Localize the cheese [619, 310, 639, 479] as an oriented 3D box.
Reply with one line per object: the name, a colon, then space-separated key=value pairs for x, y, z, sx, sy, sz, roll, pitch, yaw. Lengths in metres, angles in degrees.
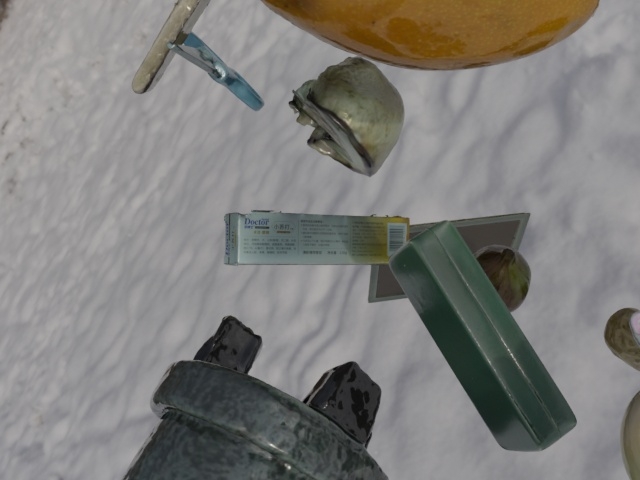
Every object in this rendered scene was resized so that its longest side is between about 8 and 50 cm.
cheese: x=0.371 y=0.174 z=0.737 sx=0.137 sy=0.064 sz=0.228 roll=-20 pitch=54 yaw=24

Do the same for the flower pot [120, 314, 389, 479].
flower pot: x=-0.085 y=0.253 z=0.772 sx=0.299 sy=0.299 sz=0.283 roll=-15 pitch=40 yaw=56

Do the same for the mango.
mango: x=0.083 y=-0.256 z=0.670 sx=0.144 sy=0.359 sz=0.187 roll=95 pitch=-166 yaw=-79

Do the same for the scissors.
scissors: x=-0.181 y=-0.282 z=1.131 sx=0.029 sy=0.192 sz=0.447 roll=-45 pitch=5 yaw=8

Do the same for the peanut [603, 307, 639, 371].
peanut: x=0.711 y=0.255 z=1.435 sx=0.153 sy=0.325 sz=0.140 roll=-53 pitch=-5 yaw=29

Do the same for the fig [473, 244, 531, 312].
fig: x=0.270 y=0.048 z=1.087 sx=0.103 sy=0.155 sz=0.109 roll=-38 pitch=62 yaw=-21

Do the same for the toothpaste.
toothpaste: x=0.000 y=0.000 z=1.158 sx=0.071 sy=0.312 sz=0.089 roll=0 pitch=89 yaw=63

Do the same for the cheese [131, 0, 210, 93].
cheese: x=-0.170 y=-0.392 z=1.072 sx=0.400 sy=0.034 sz=0.085 roll=-54 pitch=10 yaw=13

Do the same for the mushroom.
mushroom: x=0.069 y=-0.228 z=1.285 sx=0.164 sy=0.189 sz=0.267 roll=-51 pitch=-18 yaw=-6

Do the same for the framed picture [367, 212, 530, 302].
framed picture: x=0.239 y=0.033 z=1.382 sx=0.232 sy=0.296 sz=0.019 roll=91 pitch=170 yaw=-51

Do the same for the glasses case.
glasses case: x=0.123 y=0.076 z=0.566 sx=0.039 sy=0.184 sz=0.078 roll=-29 pitch=-8 yaw=-16
